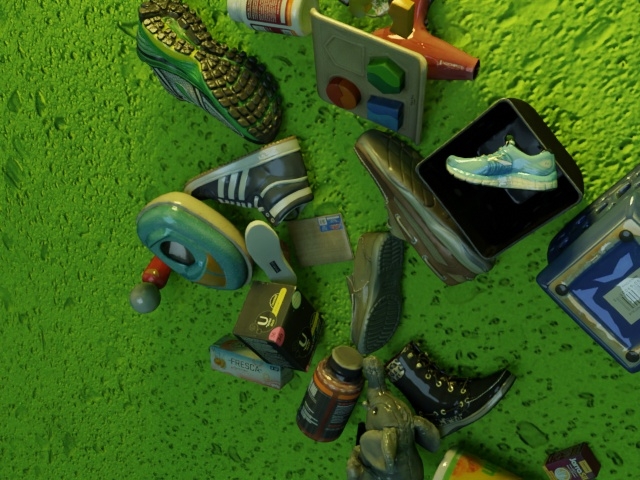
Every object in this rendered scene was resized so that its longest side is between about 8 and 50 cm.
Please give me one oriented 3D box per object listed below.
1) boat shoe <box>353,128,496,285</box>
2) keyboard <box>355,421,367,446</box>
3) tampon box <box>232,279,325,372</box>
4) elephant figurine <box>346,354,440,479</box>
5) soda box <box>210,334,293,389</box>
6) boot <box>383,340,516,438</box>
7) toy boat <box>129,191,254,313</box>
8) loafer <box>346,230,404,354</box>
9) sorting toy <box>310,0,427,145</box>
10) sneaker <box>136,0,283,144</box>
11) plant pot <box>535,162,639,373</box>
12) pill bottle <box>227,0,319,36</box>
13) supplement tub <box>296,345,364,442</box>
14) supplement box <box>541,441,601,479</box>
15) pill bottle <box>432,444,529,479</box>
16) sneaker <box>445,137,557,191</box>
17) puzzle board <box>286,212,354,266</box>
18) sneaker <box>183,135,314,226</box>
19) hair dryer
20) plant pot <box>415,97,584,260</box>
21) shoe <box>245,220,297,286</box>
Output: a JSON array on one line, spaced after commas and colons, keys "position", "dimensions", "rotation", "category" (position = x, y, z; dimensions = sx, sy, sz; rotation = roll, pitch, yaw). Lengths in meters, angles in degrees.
[{"position": [0.162, -0.050, 1.379], "dimensions": [0.324, 0.123, 0.116], "rotation": [51, 127, 6], "category": "boat shoe"}, {"position": [0.114, 0.481, 1.675], "dimensions": [0.100, 0.038, 0.191], "rotation": [31, 126, 45], "category": "keyboard"}, {"position": [-0.079, 0.170, 1.561], "dimensions": [0.102, 0.120, 0.161], "rotation": [7, 154, 27], "category": "tampon box"}, {"position": [0.134, 0.370, 1.481], "dimensions": [0.186, 0.169, 0.239], "rotation": [17, 129, 10], "category": "elephant figurine"}, {"position": [-0.151, 0.264, 1.721], "dimensions": [0.183, 0.058, 0.062], "rotation": [12, 114, 25], "category": "soda box"}, {"position": [0.230, 0.258, 1.473], "dimensions": [0.178, 0.085, 0.236], "rotation": [49, 132, 5], "category": "boot"}, {"position": [-0.290, 0.047, 1.638], "dimensions": [0.268, 0.148, 0.318], "rotation": [36, 139, -20], "category": "toy boat"}, {"position": [0.099, 0.094, 1.501], "dimensions": [0.087, 0.094, 0.251], "rotation": [27, 113, 48], "category": "loafer"}, {"position": [0.072, -0.289, 1.285], "dimensions": [0.229, 0.041, 0.307], "rotation": [31, 157, 19], "category": "sorting toy"}, {"position": [-0.211, -0.308, 1.510], "dimensions": [0.343, 0.134, 0.146], "rotation": [44, 147, 5], "category": "sneaker"}, {"position": [0.479, 0.042, 1.171], "dimensions": [0.236, 0.212, 0.236], "rotation": [46, 125, 8], "category": "plant pot"}, {"position": [-0.085, -0.412, 1.400], "dimensions": [0.152, 0.086, 0.086], "rotation": [15, 116, 24], "category": "pill bottle"}, {"position": [0.026, 0.309, 1.606], "dimensions": [0.106, 0.106, 0.197], "rotation": [32, 122, 17], "category": "supplement tub"}, {"position": [0.454, 0.409, 1.431], "dimensions": [0.083, 0.043, 0.055], "rotation": [-35, 88, 35], "category": "supplement box"}, {"position": [0.334, 0.498, 1.480], "dimensions": [0.246, 0.136, 0.136], "rotation": [22, 119, 21], "category": "pill bottle"}, {"position": [0.262, -0.112, 1.139], "dimensions": [0.162, 0.063, 0.073], "rotation": [8, 95, 23], "category": "sneaker"}, {"position": [0.000, 0.000, 1.558], "dimensions": [0.128, 0.011, 0.096], "rotation": [-9, 103, 32], "category": "puzzle board"}, {"position": [-0.140, -0.088, 1.552], "dimensions": [0.282, 0.099, 0.153], "rotation": [-19, 97, 31], "category": "sneaker"}, {"position": [0.153, -0.370, 1.281], "dimensions": [0.224, 0.080, 0.293], "rotation": [-37, 89, 35], "category": "hair dryer"}, {"position": [0.300, -0.111, 1.243], "dimensions": [0.187, 0.167, 0.188], "rotation": [-39, 86, 36], "category": "plant pot"}, {"position": [-0.102, 0.015, 1.546], "dimensions": [0.064, 0.081, 0.178], "rotation": [-26, 128, 3], "category": "shoe"}]
